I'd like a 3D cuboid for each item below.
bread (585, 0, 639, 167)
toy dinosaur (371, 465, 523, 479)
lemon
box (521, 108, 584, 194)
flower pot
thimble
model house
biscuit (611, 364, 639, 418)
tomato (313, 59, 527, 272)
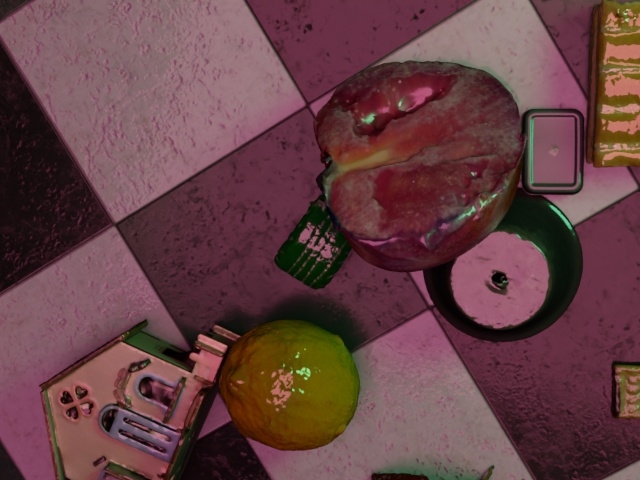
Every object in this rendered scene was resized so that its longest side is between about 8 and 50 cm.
[{"bbox_3d":[0.497,-0.219,1.814,0.246,0.111,0.239,2,100,8],"label":"bread"},{"bbox_3d":[0.244,0.441,1.957,0.327,0.113,0.206,7,62,-12],"label":"toy dinosaur"},{"bbox_3d":[-0.042,0.211,1.914,0.231,0.192,0.192,15,104,-36],"label":"lemon"},{"bbox_3d":[0.333,-0.128,1.883,0.091,0.031,0.126,2,89,7],"label":"box"},{"bbox_3d":[0.256,0.045,1.873,0.235,0.148,0.235,1,98,9],"label":"flower pot"},{"bbox_3d":[0.000,0.000,1.920,0.090,0.118,0.130,35,122,-2],"label":"thimble"},{"bbox_3d":[-0.295,0.248,1.976,0.244,0.169,0.326,25,102,6],"label":"model house"},{"bbox_3d":[0.470,0.223,1.932,0.081,0.018,0.083,-1,99,8],"label":"biscuit"},{"bbox_3d":[0.146,-0.083,1.816,0.289,0.335,0.176,-15,139,4],"label":"tomato"}]
